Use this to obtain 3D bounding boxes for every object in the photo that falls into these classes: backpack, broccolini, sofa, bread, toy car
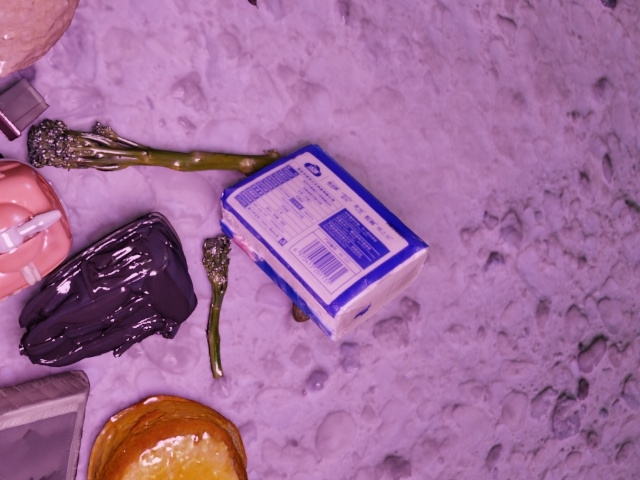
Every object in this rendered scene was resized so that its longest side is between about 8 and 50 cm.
[{"bbox_3d":[-0.298,0.088,0.956,0.258,0.133,0.206,-29,151,-9],"label":"backpack"},{"bbox_3d":[-0.238,-0.139,1.032,0.391,0.078,0.074,-1,87,-35],"label":"broccolini"},{"bbox_3d":[-0.457,0.277,0.935,0.225,0.175,0.210,-7,111,-55],"label":"sofa"},{"bbox_3d":[-0.229,0.372,1.045,0.268,0.145,0.269,-4,100,-24],"label":"bread"},{"bbox_3d":[-0.169,0.109,1.099,0.051,0.054,0.239,-5,101,-42],"label":"broccolini"},{"bbox_3d":[-0.443,0.010,0.843,0.270,0.212,0.181,-31,110,-21],"label":"toy car"}]

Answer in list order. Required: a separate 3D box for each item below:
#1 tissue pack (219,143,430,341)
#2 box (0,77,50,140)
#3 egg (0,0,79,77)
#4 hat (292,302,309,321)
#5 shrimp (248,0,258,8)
[{"bbox_3d":[0.000,0.000,1.043,0.209,0.269,0.137,-33,156,-33],"label":"tissue pack"},{"bbox_3d":[-0.409,-0.176,0.912,0.063,0.084,0.060,-46,114,-21],"label":"box"},{"bbox_3d":[-0.415,-0.345,0.784,0.279,0.279,0.311,-32,125,-21],"label":"egg"},{"bbox_3d":[-0.020,0.064,1.167,0.146,0.067,0.146,-42,156,-24],"label":"hat"},{"bbox_3d":[-0.124,-0.450,1.051,0.082,0.076,0.174,-20,105,-67],"label":"shrimp"}]
